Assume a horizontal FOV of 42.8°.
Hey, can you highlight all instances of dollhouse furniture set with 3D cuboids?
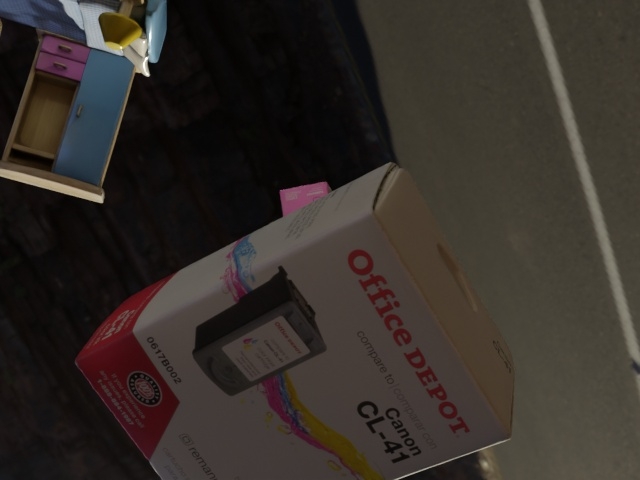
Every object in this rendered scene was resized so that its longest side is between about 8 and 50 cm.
[{"bbox_3d":[-0.337,-0.196,0.915,0.303,0.286,0.198,141,142,-74],"label":"dollhouse furniture set"}]

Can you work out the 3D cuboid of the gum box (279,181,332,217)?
[{"bbox_3d":[0.000,0.000,1.084,0.188,0.062,0.107,48,-147,-77],"label":"gum box"}]

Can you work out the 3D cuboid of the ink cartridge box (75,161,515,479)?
[{"bbox_3d":[-0.018,0.105,0.712,0.226,0.306,0.131,58,-156,-12],"label":"ink cartridge box"}]
